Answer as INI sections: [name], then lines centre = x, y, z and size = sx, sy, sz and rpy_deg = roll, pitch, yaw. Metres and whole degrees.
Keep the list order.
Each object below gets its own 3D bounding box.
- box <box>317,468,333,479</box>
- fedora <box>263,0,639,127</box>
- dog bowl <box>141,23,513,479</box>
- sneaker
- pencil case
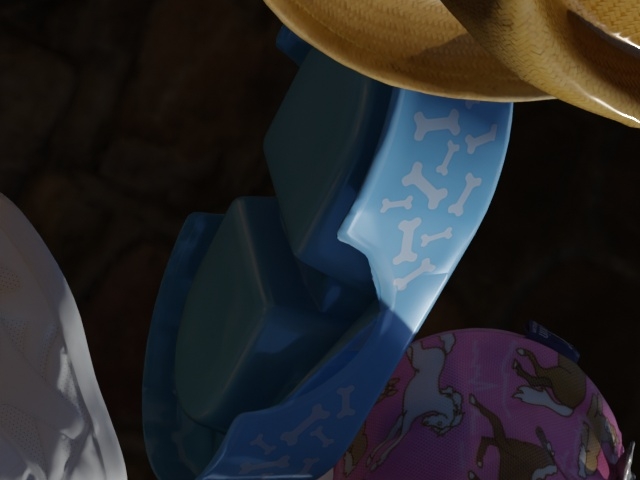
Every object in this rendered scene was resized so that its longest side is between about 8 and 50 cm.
[box]
centre = 0.064, 0.203, 1.540
size = 0.119, 0.182, 0.181
rpy_deg = -44, 115, -71
[fedora]
centre = 0.070, -0.079, 0.419
size = 0.194, 0.194, 0.079
rpy_deg = 100, -24, -49
[dog bowl]
centre = 0.000, 0.000, 0.975
size = 0.297, 0.074, 0.166
rpy_deg = -61, -153, 29
[sneaker]
centre = -0.279, 0.112, 1.606
size = 0.169, 0.292, 0.108
rpy_deg = -26, -172, -38
[pencil case]
centre = 0.095, 0.227, 1.017
size = 0.160, 0.167, 0.386
rpy_deg = 50, 27, -39
